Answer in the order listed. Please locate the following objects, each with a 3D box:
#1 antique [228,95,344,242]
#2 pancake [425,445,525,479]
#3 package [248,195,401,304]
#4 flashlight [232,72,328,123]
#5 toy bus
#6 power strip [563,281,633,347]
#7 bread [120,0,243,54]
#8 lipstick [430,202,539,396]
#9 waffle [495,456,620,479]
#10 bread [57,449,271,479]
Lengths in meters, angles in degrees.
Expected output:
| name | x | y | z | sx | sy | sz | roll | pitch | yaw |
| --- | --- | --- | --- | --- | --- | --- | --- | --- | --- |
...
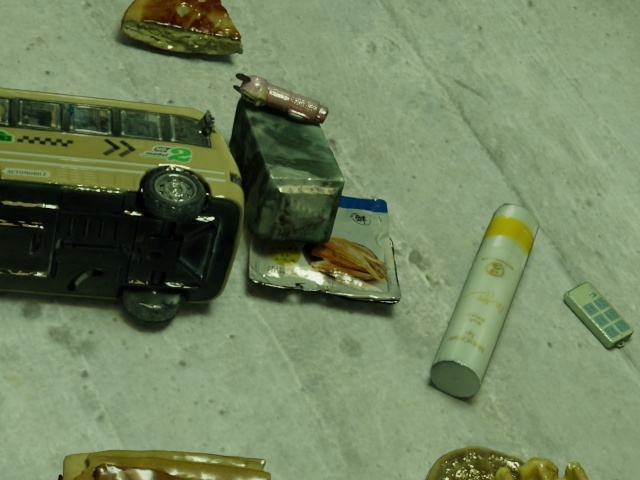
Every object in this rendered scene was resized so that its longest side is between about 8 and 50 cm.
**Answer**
| name | x | y | z | sx | sy | sz | roll | pitch | yaw |
| --- | --- | --- | --- | --- | --- | --- | --- | --- | --- |
| antique | -0.039 | -0.076 | 1.733 | 0.086 | 0.088 | 0.183 | 1 | 37 | -18 |
| pancake | 0.169 | 0.266 | 1.574 | 0.139 | 0.022 | 0.139 | 10 | 48 | -11 |
| package | 0.000 | 0.000 | 1.744 | 0.171 | 0.027 | 0.173 | 6 | 44 | -12 |
| flashlight | -0.045 | -0.154 | 1.736 | 0.110 | 0.052 | 0.031 | 21 | 70 | -2 |
| toy bus | -0.267 | -0.050 | 1.594 | 0.365 | 0.177 | 0.202 | 6 | 42 | -14 |
| power strip | 0.318 | 0.085 | 1.793 | 0.040 | 0.016 | 0.090 | -23 | 61 | -34 |
| bread | -0.180 | -0.267 | 1.902 | 0.136 | 0.054 | 0.154 | -14 | 50 | -31 |
| lipstick | 0.184 | 0.063 | 1.736 | 0.059 | 0.059 | 0.264 | 25 | 47 | 3 |
| waffle | 0.244 | 0.312 | 1.479 | 0.253 | 0.056 | 0.249 | 36 | 48 | 29 |
| bread | -0.063 | 0.353 | 1.302 | 0.370 | 0.191 | 0.314 | 14 | 42 | -14 |
